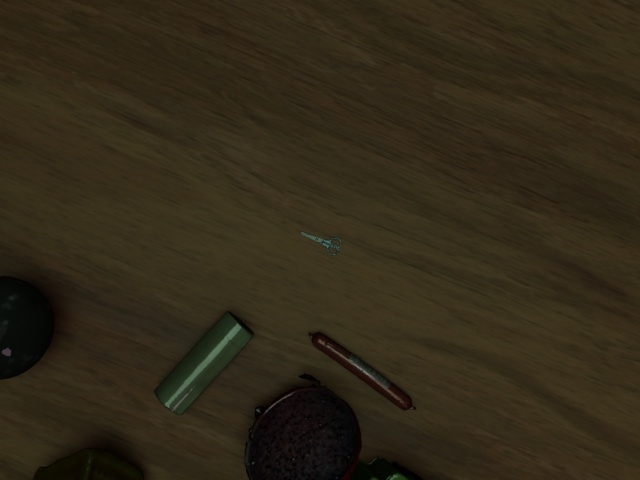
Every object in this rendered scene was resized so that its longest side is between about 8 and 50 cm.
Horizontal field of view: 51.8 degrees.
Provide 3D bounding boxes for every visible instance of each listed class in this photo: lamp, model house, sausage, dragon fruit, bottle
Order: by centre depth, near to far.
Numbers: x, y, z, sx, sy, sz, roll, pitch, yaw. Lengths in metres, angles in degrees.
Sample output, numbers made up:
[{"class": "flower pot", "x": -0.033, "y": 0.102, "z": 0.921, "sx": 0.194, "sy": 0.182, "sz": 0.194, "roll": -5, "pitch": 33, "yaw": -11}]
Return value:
[{"class": "model house", "x": -0.412, "y": 0.507, "z": 1.189, "sx": 0.268, "sy": 0.173, "sz": 0.239, "roll": 44, "pitch": 72, "yaw": -32}, {"class": "lamp", "x": -0.619, "y": 0.180, "z": 1.193, "sx": 0.313, "sy": 0.182, "sz": 0.182, "roll": -27, "pitch": 90, "yaw": 29}, {"class": "dragon fruit", "x": -0.018, "y": 0.393, "z": 1.206, "sx": 0.218, "sy": 0.148, "sz": 0.224, "roll": -37, "pitch": 47, "yaw": -9}, {"class": "bottle", "x": -0.216, "y": 0.228, "z": 1.232, "sx": 0.072, "sy": 0.072, "sz": 0.201, "roll": 43, "pitch": 87, "yaw": -1}, {"class": "sausage", "x": 0.081, "y": 0.252, "z": 1.266, "sx": 0.253, "sy": 0.034, "sz": 0.034, "roll": 37, "pitch": 87, "yaw": -1}]

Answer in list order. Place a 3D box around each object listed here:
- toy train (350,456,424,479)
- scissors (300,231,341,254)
[{"class": "toy train", "x": 0.135, "y": 0.553, "z": 1.197, "sx": 0.307, "sy": 0.173, "sz": 0.249, "roll": 38, "pitch": 81, "yaw": -1}, {"class": "scissors", "x": 0.000, "y": 0.000, "z": 1.281, "sx": 0.083, "sy": 0.006, "sz": 0.036, "roll": 23, "pitch": 86, "yaw": -2}]
